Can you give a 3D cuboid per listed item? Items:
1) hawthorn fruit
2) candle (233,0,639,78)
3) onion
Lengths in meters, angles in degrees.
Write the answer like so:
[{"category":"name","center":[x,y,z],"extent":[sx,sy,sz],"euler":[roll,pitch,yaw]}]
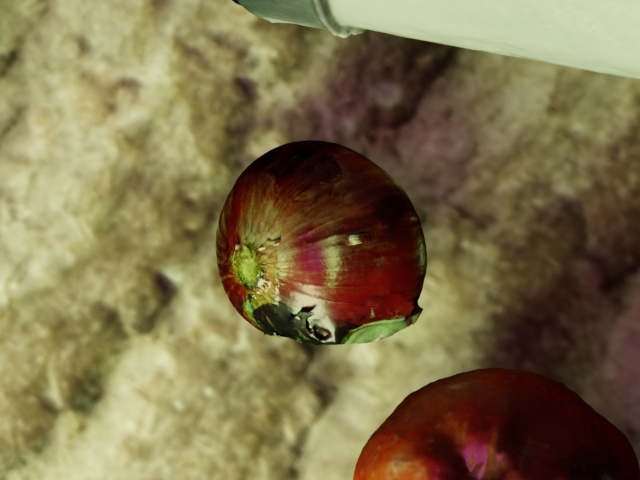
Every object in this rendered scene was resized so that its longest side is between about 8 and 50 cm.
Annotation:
[{"category":"hawthorn fruit","center":[0.086,0.139,0.929],"extent":[0.157,0.194,0.157],"euler":[-2,79,10]},{"category":"candle","center":[0.108,-0.191,0.919],"extent":[0.343,0.221,0.221],"euler":[13,92,13]},{"category":"onion","center":[0.000,0.000,1.002],"extent":[0.117,0.119,0.118],"euler":[-3,88,32]}]
